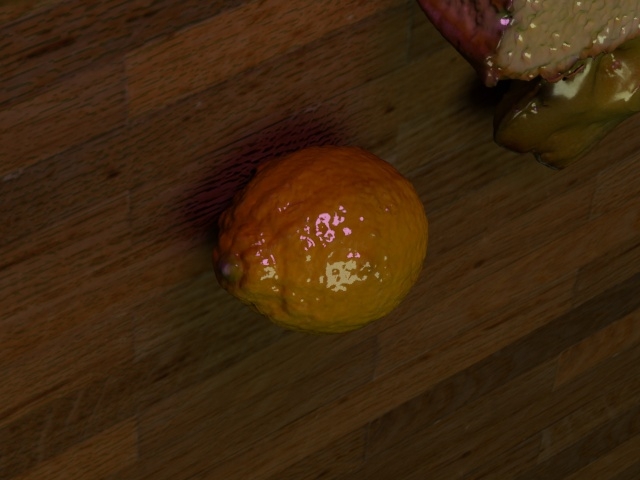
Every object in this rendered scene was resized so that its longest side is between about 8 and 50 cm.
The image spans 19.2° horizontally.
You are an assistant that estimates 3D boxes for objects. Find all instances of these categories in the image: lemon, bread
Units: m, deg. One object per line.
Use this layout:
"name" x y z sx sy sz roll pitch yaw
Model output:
"lemon" 0.000 0.000 1.395 0.187 0.142 0.142 -17 138 -43
"bread" 0.161 -0.210 1.340 0.229 0.139 0.143 -22 142 -42
"bread" 0.231 -0.161 1.523 0.233 0.088 0.161 -50 142 12
